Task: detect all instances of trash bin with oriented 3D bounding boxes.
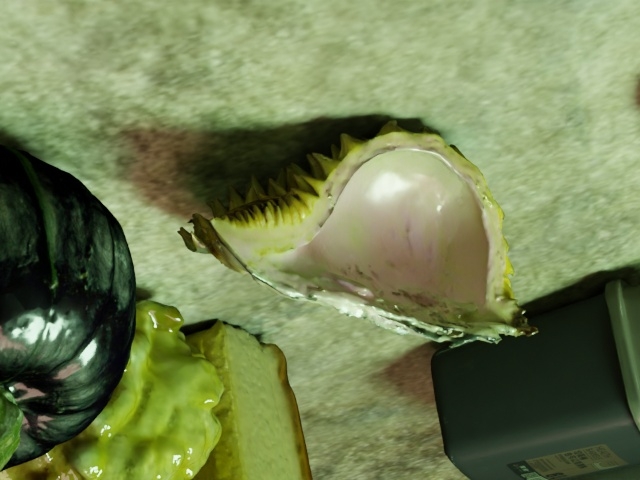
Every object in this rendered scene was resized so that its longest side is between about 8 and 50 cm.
[{"bbox_3d":[0.280,0.157,1.962,0.290,0.182,0.209,-17,156,20],"label":"trash bin"}]

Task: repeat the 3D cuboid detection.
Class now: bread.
[{"bbox_3d":[-0.145,0.292,1.843,0.143,0.333,0.323,17,143,-42],"label":"bread"}]

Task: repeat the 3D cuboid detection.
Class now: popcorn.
[{"bbox_3d":[-0.220,0.159,1.653,0.286,0.225,0.174,7,144,-39],"label":"popcorn"}]

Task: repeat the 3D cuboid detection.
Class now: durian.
[{"bbox_3d":[0.005,0.003,1.546,0.305,0.185,0.195,6,168,-28],"label":"durian"}]

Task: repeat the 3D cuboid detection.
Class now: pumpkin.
[{"bbox_3d":[-0.269,0.081,1.404,0.296,0.296,0.296,-11,155,-5],"label":"pumpkin"}]

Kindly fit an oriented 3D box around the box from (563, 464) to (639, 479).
[{"bbox_3d":[0.393,0.266,2.064,0.289,0.349,0.141,-19,125,10],"label":"box"}]
